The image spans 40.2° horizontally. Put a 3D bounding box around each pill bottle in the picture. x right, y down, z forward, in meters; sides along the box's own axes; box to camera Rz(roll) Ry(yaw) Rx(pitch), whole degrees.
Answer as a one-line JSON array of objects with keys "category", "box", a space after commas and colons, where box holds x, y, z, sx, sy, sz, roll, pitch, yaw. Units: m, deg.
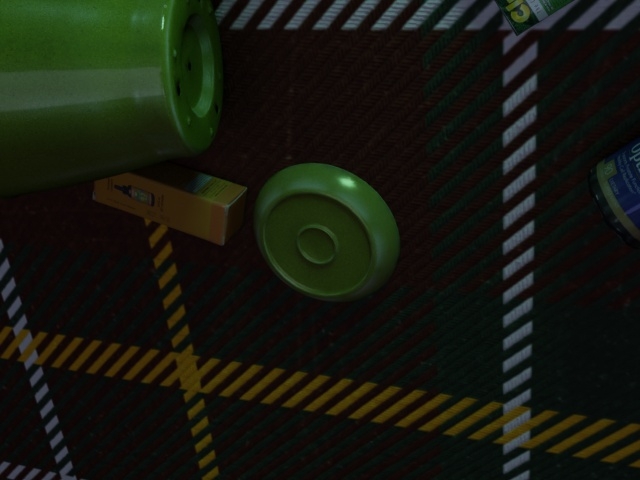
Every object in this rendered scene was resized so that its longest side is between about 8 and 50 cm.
[{"category": "pill bottle", "box": [0.437, -0.090, 1.021, 0.123, 0.123, 0.219, 48, 126, -8]}]

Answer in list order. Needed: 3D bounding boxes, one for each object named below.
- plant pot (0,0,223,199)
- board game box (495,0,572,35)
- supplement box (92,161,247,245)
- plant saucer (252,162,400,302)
[{"category": "plant pot", "box": [-0.326, -0.228, 1.168, 0.353, 0.366, 0.366, 0, 119, 10]}, {"category": "board game box", "box": [0.215, -0.380, 1.005, 0.136, 0.030, 0.259, -29, 105, 32]}, {"category": "supplement box", "box": [-0.235, -0.073, 1.357, 0.233, 0.080, 0.078, 18, 124, 11]}, {"category": "plant saucer", "box": [0.000, 0.000, 1.321, 0.241, 0.037, 0.241, 11, 123, 18]}]
